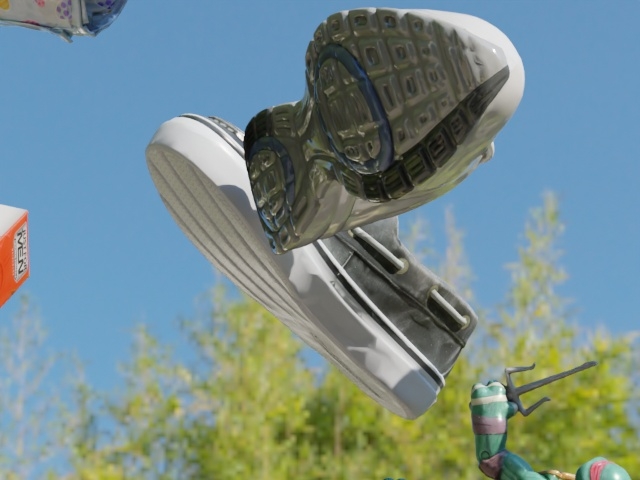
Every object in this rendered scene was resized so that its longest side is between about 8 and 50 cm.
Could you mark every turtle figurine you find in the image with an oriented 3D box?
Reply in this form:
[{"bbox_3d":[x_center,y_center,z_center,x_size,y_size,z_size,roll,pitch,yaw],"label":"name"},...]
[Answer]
[{"bbox_3d":[0.155,0.180,1.128,0.175,0.118,0.234,45,-45,-15],"label":"turtle figurine"}]

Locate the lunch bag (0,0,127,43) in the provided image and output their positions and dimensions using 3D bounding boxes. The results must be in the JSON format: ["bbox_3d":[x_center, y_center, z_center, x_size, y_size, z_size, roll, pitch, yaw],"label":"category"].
[{"bbox_3d":[-0.100,-0.117,0.570,0.071,0.083,0.053,16,-7,25],"label":"lunch bag"}]

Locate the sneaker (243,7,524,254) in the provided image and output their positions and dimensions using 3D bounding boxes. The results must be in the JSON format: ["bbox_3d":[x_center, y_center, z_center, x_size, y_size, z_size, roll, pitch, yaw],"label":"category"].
[{"bbox_3d":[0.050,-0.072,0.937,0.129,0.111,0.297,-12,-5,-21],"label":"sneaker"}]

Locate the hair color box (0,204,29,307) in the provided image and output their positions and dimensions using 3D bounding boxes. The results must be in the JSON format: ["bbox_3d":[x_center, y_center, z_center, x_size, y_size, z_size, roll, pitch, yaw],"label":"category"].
[{"bbox_3d":[-0.202,0.028,0.757,0.072,0.141,0.043,13,-56,14],"label":"hair color box"}]

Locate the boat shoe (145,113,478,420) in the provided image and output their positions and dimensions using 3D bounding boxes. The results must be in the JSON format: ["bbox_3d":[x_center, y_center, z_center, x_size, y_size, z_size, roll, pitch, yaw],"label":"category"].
[{"bbox_3d":[0.000,0.000,1.181,0.121,0.119,0.335,19,-22,48],"label":"boat shoe"}]
